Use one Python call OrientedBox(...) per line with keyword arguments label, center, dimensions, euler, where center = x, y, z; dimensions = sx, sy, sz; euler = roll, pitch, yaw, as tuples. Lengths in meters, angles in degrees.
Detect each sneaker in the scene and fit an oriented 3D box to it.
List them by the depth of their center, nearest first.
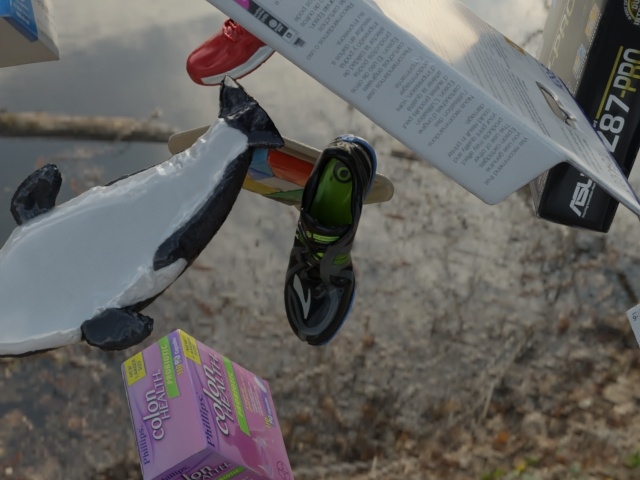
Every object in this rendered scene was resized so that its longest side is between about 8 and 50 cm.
OrientedBox(label="sneaker", center=(0.000, 0.000, 1.130), dimensions=(0.067, 0.188, 0.078), euler=(15, 11, 17))
OrientedBox(label="sneaker", center=(-0.085, -0.285, 1.557), dimensions=(0.221, 0.128, 0.087), euler=(-34, 49, 1))

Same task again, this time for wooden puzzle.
OrientedBox(label="wooden puzzle", center=(-0.056, -0.089, 1.721), dimensions=(0.239, 0.221, 0.044), euler=(24, 72, -33))

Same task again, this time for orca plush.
OrientedBox(label="orca plush", center=(-0.154, -0.012, 1.029), dimensions=(0.151, 0.287, 0.102), euler=(38, 1, 6))

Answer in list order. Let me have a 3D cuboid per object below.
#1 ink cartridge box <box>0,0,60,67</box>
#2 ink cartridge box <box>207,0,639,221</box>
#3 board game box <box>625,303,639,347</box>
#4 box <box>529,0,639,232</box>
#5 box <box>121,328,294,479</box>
OrientedBox(label="ink cartridge box", center=(-0.336, -0.275, 1.126), dimensions=(0.168, 0.232, 0.171), euler=(-7, -5, 2))
OrientedBox(label="ink cartridge box", center=(0.063, -0.146, 0.949), dimensions=(0.330, 0.071, 0.324), euler=(36, 18, -15))
OrientedBox(label="board game box", center=(0.249, 0.018, 0.666), dimensions=(0.103, 0.154, 0.026), euler=(12, 51, -42))
OrientedBox(label="box", center=(0.330, -0.250, 1.479), dimensions=(0.097, 0.394, 0.318), euler=(13, 27, -1))
OrientedBox(label="box", center=(-0.168, 0.287, 1.983), dimensions=(0.117, 0.243, 0.213), euler=(-32, 50, 18))
